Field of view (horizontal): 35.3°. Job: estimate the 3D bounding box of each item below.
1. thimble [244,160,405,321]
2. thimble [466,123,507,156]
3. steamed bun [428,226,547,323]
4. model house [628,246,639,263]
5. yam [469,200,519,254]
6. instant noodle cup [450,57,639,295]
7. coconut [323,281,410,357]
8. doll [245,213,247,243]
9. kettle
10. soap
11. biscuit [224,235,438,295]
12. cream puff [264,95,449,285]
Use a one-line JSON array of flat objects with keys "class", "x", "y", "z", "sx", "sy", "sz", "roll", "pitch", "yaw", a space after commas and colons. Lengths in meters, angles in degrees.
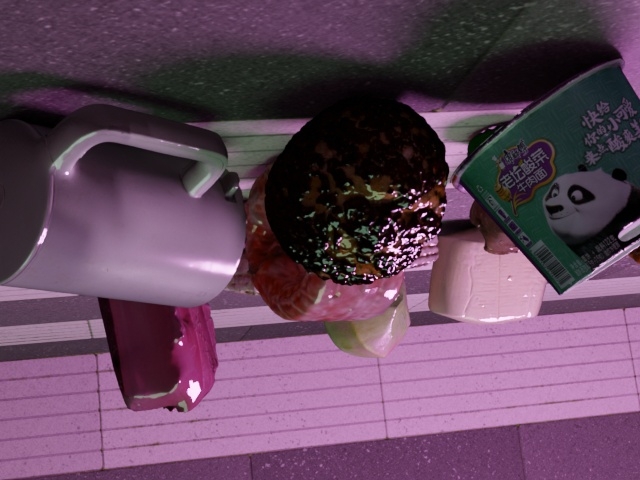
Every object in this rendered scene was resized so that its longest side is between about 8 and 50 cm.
[{"class": "thimble", "x": 0.000, "y": 0.000, "z": 1.438, "sx": 0.162, "sy": 0.239, "sz": 0.239, "roll": -3, "pitch": 168, "yaw": -32}, {"class": "thimble", "x": 0.267, "y": -0.108, "z": 1.416, "sx": 0.118, "sy": 0.090, "sz": 0.130, "roll": -6, "pitch": 168, "yaw": 11}, {"class": "steamed bun", "x": 0.337, "y": 0.064, "z": 2.048, "sx": 0.250, "sy": 0.200, "sz": 0.155, "roll": 2, "pitch": -170, "yaw": -23}, {"class": "model house", "x": 0.668, "y": -0.006, "z": 1.824, "sx": 0.229, "sy": 0.219, "sz": 0.199, "roll": -31, "pitch": 171, "yaw": 36}, {"class": "yam", "x": 0.330, "y": -0.061, "z": 1.590, "sx": 0.129, "sy": 0.128, "sz": 0.238, "roll": 18, "pitch": 161, "yaw": -8}, {"class": "instant noodle cup", "x": 0.308, "y": -0.063, "z": 1.186, "sx": 0.251, "sy": 0.190, "sz": 0.251, "roll": -32, "pitch": 169, "yaw": -7}, {"class": "coconut", "x": 0.114, "y": 0.161, "z": 2.353, "sx": 0.204, "sy": 0.236, "sz": 0.236, "roll": 39, "pitch": 146, "yaw": -23}, {"class": "doll", "x": -0.132, "y": -0.023, "z": 1.666, "sx": 0.286, "sy": 0.091, "sz": 0.202, "roll": 2, "pitch": 158, "yaw": 10}, {"class": "kettle", "x": -0.248, "y": -0.031, "z": 1.234, "sx": 0.265, "sy": 0.205, "sz": 0.318, "roll": -3, "pitch": 171, "yaw": 40}, {"class": "soap", "x": -0.246, "y": 0.098, "z": 1.523, "sx": 0.127, "sy": 0.324, "sz": 0.220, "roll": -14, "pitch": 179, "yaw": 8}, {"class": "biscuit", "x": 0.014, "y": 0.031, "z": 1.801, "sx": 0.426, "sy": 0.078, "sz": 0.144, "roll": -8, "pitch": -175, "yaw": -37}, {"class": "cream puff", "x": 0.056, "y": -0.054, "z": 1.212, "sx": 0.239, "sy": 0.239, "sz": 0.165, "roll": 7, "pitch": -157, "yaw": -48}]
